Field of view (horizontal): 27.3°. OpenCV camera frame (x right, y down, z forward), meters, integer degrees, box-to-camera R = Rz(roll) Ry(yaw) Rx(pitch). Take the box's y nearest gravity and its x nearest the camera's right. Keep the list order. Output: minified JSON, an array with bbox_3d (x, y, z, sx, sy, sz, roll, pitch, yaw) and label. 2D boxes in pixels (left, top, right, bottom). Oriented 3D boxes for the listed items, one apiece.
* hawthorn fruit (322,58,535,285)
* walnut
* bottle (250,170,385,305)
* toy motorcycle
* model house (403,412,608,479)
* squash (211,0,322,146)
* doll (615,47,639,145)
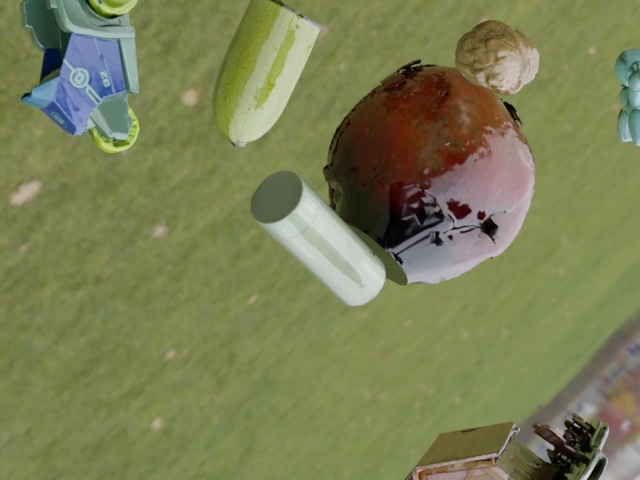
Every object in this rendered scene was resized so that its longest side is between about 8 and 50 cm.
[{"bbox_3d":[0.138,-0.085,1.788,0.316,0.316,0.316,-42,167,-12],"label":"hawthorn fruit"},{"bbox_3d":[0.196,-0.202,1.458,0.079,0.096,0.082,-18,119,-34],"label":"walnut"},{"bbox_3d":[0.000,0.000,1.506,0.072,0.072,0.201,-45,138,0],"label":"bottle"},{"bbox_3d":[-0.416,-0.311,2.241,0.200,0.326,0.191,-4,177,-30],"label":"toy motorcycle"},{"bbox_3d":[0.193,0.252,1.436,0.207,0.154,0.294,-56,171,10],"label":"model house"},{"bbox_3d":[-0.104,-0.274,2.172,0.247,0.132,0.132,-64,165,4],"label":"squash"},{"bbox_3d":[0.523,-0.236,2.174,0.059,0.159,0.159,-11,-178,2],"label":"doll"}]
